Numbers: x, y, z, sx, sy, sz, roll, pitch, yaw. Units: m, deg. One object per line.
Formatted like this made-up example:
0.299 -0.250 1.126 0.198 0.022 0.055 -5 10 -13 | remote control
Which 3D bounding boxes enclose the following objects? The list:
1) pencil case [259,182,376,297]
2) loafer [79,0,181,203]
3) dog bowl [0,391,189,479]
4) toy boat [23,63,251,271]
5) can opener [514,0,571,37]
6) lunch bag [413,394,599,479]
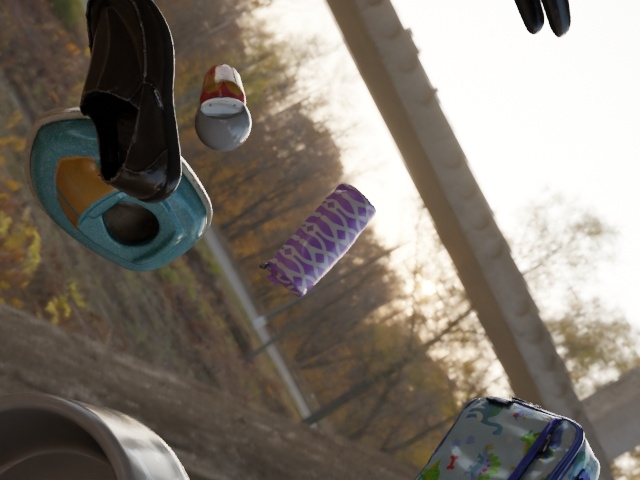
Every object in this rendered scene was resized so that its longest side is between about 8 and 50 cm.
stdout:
0.000 0.000 1.505 0.086 0.206 0.088 47 -13 -11 | pencil case
-0.185 -0.145 0.879 0.078 0.080 0.220 1 74 -58 | loafer
-0.292 0.305 0.889 0.349 0.348 0.102 60 1 36 | dog bowl
-0.215 -0.094 1.171 0.267 0.318 0.148 41 23 -31 | toy boat
0.148 -0.228 0.693 0.059 0.073 0.186 36 -16 42 | can opener
0.203 0.287 1.068 0.176 0.219 0.090 14 -36 52 | lunch bag
